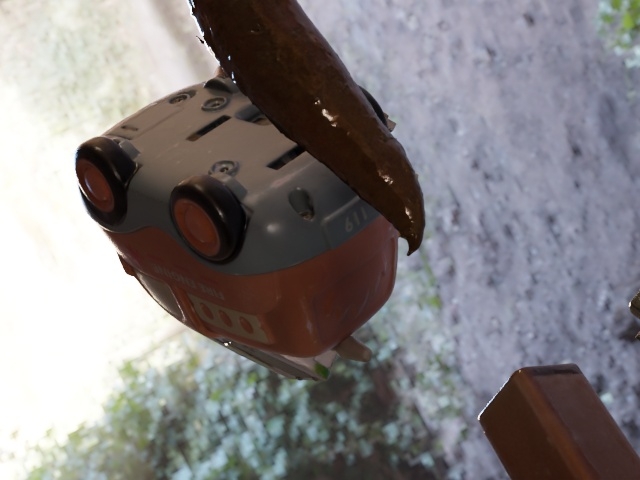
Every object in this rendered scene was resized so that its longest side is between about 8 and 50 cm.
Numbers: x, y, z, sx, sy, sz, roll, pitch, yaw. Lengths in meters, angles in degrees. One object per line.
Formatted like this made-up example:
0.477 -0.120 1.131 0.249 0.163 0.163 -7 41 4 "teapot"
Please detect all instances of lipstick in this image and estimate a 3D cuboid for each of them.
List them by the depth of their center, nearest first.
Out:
0.126 0.124 0.600 0.045 0.045 0.145 -56 47 35 "lipstick"

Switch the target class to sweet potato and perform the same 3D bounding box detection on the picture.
-0.031 -0.118 0.875 0.314 0.072 0.066 57 -151 8 "sweet potato"

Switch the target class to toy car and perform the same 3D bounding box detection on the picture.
-0.059 -0.010 1.096 0.271 0.180 0.212 20 135 41 "toy car"

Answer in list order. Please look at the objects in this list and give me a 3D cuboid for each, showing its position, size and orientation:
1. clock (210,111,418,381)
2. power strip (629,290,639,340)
0.000 0.000 1.577 0.166 0.309 0.235 27 170 -9 "clock"
0.291 0.029 1.065 0.051 0.136 0.019 37 165 22 "power strip"
